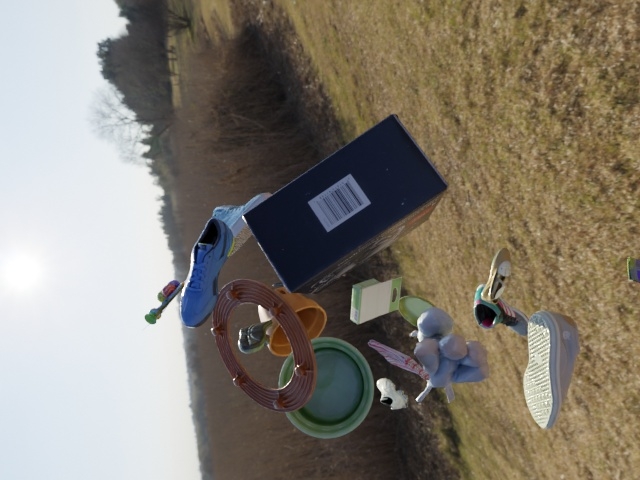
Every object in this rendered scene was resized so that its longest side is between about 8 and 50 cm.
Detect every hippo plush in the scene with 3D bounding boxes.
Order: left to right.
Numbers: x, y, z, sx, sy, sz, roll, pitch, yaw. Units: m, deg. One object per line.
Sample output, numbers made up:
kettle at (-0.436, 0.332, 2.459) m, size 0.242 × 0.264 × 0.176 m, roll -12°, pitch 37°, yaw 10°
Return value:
hippo plush at (0.431, 0.361, 1.367) m, size 0.236 × 0.235 × 0.294 m, roll -78°, pitch -19°, yaw -54°

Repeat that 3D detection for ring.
ring at (-0.149, 0.254, 0.946) m, size 0.337 × 0.032 × 0.336 m, roll 12°, pitch 111°, yaw 36°

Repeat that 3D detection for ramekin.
ramekin at (0.023, 0.480, 1.337) m, size 0.148 × 0.304 × 0.303 m, roll 72°, pitch -175°, yaw -71°

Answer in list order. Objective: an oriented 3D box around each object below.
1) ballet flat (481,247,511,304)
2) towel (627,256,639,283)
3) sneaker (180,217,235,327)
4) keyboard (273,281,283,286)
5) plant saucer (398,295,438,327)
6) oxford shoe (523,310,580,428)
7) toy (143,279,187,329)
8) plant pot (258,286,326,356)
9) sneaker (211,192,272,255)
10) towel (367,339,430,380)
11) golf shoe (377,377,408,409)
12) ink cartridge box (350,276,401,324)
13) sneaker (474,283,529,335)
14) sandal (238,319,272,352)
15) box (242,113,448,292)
ballet flat at (0.709, 0.145, 1.585) m, size 0.073 × 0.080 × 0.232 m, roll -133°, pitch 52°, yaw -62°
towel at (0.751, 0.073, 0.934) m, size 0.009 × 0.083 × 0.060 m, roll 130°, pitch 152°, yaw -69°
sneaker at (-0.224, 0.055, 0.756) m, size 0.082 × 0.069 × 0.209 m, roll 71°, pitch -150°, yaw -63°
keyboard at (-0.138, 0.215, 2.027) m, size 0.180 × 0.108 × 0.023 m, roll -6°, pitch 84°, yaw 30°
plant saucer at (0.490, 0.346, 1.951) m, size 0.241 × 0.037 × 0.241 m, roll 27°, pitch 145°, yaw 21°
oxford shoe at (0.779, 0.437, 1.346) m, size 0.169 × 0.130 × 0.449 m, roll -122°, pitch 25°, yaw -71°
toy at (-0.517, 0.185, 1.354) m, size 0.137 × 0.056 × 0.237 m, roll -38°, pitch 18°, yaw 27°
plant pot at (-0.147, 0.348, 1.822) m, size 0.203 × 0.291 × 0.290 m, roll 45°, pitch 139°, yaw 41°
sneaker at (-0.292, -0.069, 1.326) m, size 0.366 × 0.135 × 0.150 m, roll -39°, pitch 83°, yaw 34°
towel at (0.243, 0.374, 1.243) m, size 0.144 × 0.029 × 0.197 m, roll 16°, pitch 158°, yaw 43°
golf shoe at (0.262, 0.601, 1.579) m, size 0.176 × 0.086 × 0.069 m, roll 16°, pitch 114°, yaw 62°
ink cartridge box at (0.241, 0.247, 1.734) m, size 0.056 × 0.235 × 0.171 m, roll 28°, pitch 124°, yaw 49°
sneaker at (0.792, 0.344, 1.774) m, size 0.295 × 0.178 × 0.123 m, roll 43°, pitch 138°, yaw 8°
sandal at (-0.245, 0.375, 1.519) m, size 0.303 × 0.120 × 0.086 m, roll -85°, pitch -21°, yaw -83°
box at (0.062, -0.048, 0.867) m, size 0.179 × 0.343 × 0.312 m, roll 57°, pitch -177°, yaw 10°
